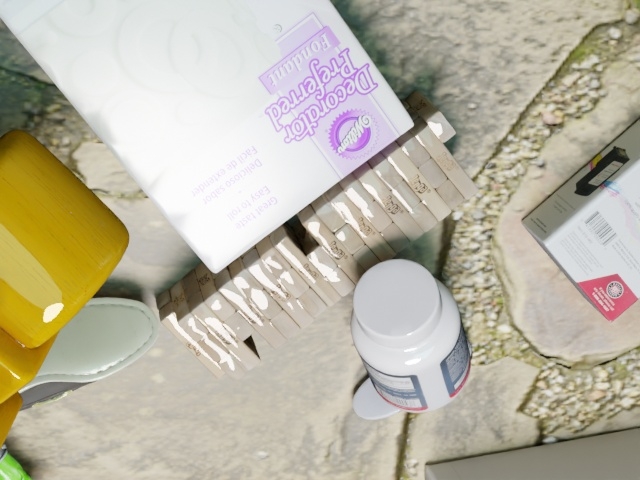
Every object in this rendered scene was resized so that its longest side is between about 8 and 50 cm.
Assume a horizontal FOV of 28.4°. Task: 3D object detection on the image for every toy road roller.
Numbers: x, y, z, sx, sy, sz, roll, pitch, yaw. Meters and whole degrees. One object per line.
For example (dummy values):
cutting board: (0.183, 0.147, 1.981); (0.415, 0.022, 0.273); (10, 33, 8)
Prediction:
toy road roller: (-0.297, 0.054, 1.020); (0.241, 0.329, 0.202); (-38, 109, 24)

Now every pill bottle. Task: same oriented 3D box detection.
pill bottle: (0.087, 0.091, 1.239); (0.108, 0.108, 0.180); (-26, 151, -2)

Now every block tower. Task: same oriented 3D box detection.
block tower: (0.000, 0.000, 1.240); (0.335, 0.091, 0.097); (-40, 114, 4)

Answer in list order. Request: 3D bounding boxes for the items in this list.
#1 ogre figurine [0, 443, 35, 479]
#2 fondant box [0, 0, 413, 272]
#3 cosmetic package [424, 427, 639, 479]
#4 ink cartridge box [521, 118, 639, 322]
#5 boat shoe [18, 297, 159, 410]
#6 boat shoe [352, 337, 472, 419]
ogre figurine: (-0.346, 0.286, 1.268); (0.118, 0.097, 0.197); (31, 90, -9)
fondant box: (-0.105, -0.171, 1.151); (0.238, 0.096, 0.330); (-37, 114, 2)
cosmetic package: (0.313, 0.322, 1.374); (0.366, 0.197, 0.155); (-8, 111, -11)
ink cartridge box: (0.320, -0.023, 1.311); (0.175, 0.072, 0.127); (-41, 113, 4)
boat shoe: (-0.267, 0.116, 1.238); (0.228, 0.068, 0.081); (-19, 78, -7)
boat shoe: (0.101, 0.150, 1.343); (0.142, 0.049, 0.040); (-31, 152, 5)
